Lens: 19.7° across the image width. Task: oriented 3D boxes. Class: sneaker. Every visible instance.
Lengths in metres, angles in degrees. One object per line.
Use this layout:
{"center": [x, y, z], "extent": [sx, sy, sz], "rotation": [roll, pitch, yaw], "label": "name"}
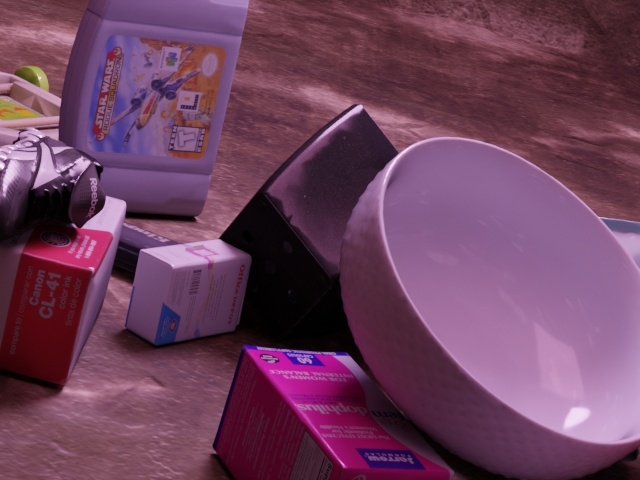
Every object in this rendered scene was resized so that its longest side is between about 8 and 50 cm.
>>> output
{"center": [-0.254, -0.047, 1.709], "extent": [0.106, 0.078, 0.234], "rotation": [15, 17, 1], "label": "sneaker"}

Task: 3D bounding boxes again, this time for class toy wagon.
{"center": [-0.446, -0.179, 2.354], "extent": [0.344, 0.068, 0.267], "rotation": [27, 21, 32], "label": "toy wagon"}

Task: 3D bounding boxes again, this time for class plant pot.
{"center": [0.000, 0.000, 1.971], "extent": [0.167, 0.187, 0.188], "rotation": [-30, 78, -42], "label": "plant pot"}

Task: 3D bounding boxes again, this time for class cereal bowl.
{"center": [0.151, 0.078, 1.655], "extent": [0.339, 0.141, 0.339], "rotation": [25, 40, -23], "label": "cereal bowl"}

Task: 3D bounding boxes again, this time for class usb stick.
{"center": [-0.207, 0.008, 2.040], "extent": [0.278, 0.045, 0.077], "rotation": [21, 20, 16], "label": "usb stick"}

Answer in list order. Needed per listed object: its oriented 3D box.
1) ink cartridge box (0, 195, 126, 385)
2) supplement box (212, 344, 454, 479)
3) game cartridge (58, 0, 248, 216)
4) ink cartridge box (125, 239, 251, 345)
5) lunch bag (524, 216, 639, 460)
{"center": [-0.360, 0.009, 1.784], "extent": [0.306, 0.131, 0.226], "rotation": [16, 19, -4], "label": "ink cartridge box"}
{"center": [0.007, 0.189, 1.589], "extent": [0.111, 0.114, 0.220], "rotation": [6, 22, -29], "label": "supplement box"}
{"center": [-0.204, -0.173, 2.170], "extent": [0.198, 0.297, 0.062], "rotation": [1, 20, -36], "label": "game cartridge"}
{"center": [-0.135, 0.052, 1.902], "extent": [0.052, 0.088, 0.122], "rotation": [26, 20, 36], "label": "ink cartridge box"}
{"center": [0.214, 0.085, 1.857], "extent": [0.262, 0.223, 0.160], "rotation": [11, -19, 2], "label": "lunch bag"}
